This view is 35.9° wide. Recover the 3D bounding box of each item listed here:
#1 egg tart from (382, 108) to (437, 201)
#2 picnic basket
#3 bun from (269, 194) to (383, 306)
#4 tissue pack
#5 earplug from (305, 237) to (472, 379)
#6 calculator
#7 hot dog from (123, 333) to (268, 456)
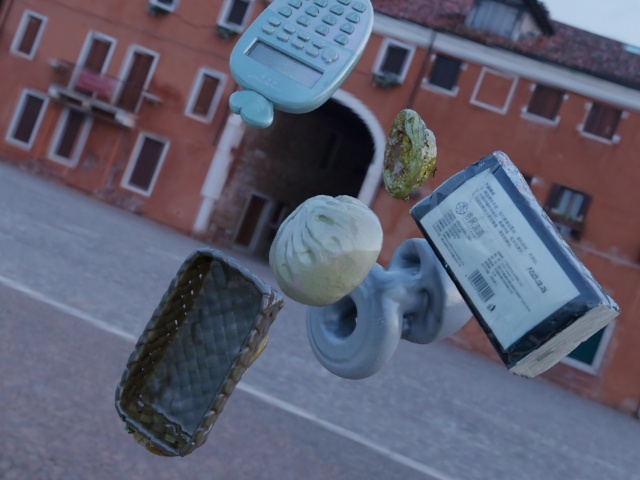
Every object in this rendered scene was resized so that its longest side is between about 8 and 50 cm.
[{"bbox_3d":[0.124,-0.115,1.360,0.052,0.130,0.130,6,5,-18],"label":"egg tart"},{"bbox_3d":[-0.117,0.108,0.956,0.110,0.193,0.055,32,5,21],"label":"picnic basket"},{"bbox_3d":[0.000,0.000,1.494,0.128,0.178,0.193,39,23,-21],"label":"bun"},{"bbox_3d":[0.162,0.019,0.839,0.090,0.103,0.170,17,38,-57],"label":"tissue pack"},{"bbox_3d":[0.122,0.116,1.724,0.325,0.214,0.175,-23,-24,11],"label":"earplug"},{"bbox_3d":[-0.035,-0.292,1.535,0.184,0.295,0.042,31,-17,20],"label":"calculator"},{"bbox_3d":[-0.143,0.149,1.169,0.076,0.250,0.104,1,-52,31],"label":"hot dog"}]
